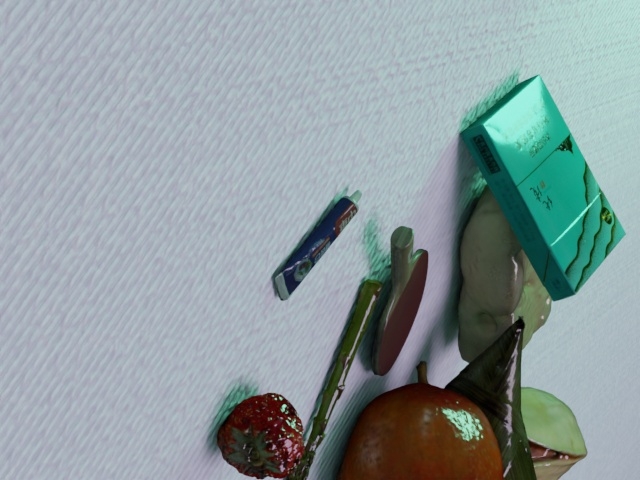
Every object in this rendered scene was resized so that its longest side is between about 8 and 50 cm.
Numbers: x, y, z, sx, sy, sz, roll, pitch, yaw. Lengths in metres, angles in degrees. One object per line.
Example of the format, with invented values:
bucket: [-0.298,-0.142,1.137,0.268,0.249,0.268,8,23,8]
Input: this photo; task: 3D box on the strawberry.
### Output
strawberry: [-0.053,0.180,1.351,0.096,0.083,0.083,-85,-179,-59]

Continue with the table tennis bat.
table tennis bat: [0.087,0.058,1.576,0.246,0.022,0.138,88,27,-58]

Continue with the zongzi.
zongzi: [0.232,0.248,1.752,0.242,0.221,0.112,-46,169,14]

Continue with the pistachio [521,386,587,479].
pistachio: [0.287,0.286,2.063,0.229,0.157,0.157,11,100,-55]

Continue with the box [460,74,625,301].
box: [0.264,-0.064,1.692,0.161,0.042,0.226,-39,103,-46]

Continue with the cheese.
cheese: [0.231,0.034,1.806,0.159,0.093,0.263,-47,147,-46]

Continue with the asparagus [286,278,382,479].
asparagus: [0.014,0.157,1.531,0.025,0.024,0.248,22,90,-24]

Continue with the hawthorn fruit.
hawthorn fruit: [0.116,0.244,1.650,0.196,0.197,0.225,52,38,-63]

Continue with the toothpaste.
toothpaste: [0.000,0.000,1.375,0.140,0.021,0.037,-51,146,-29]
